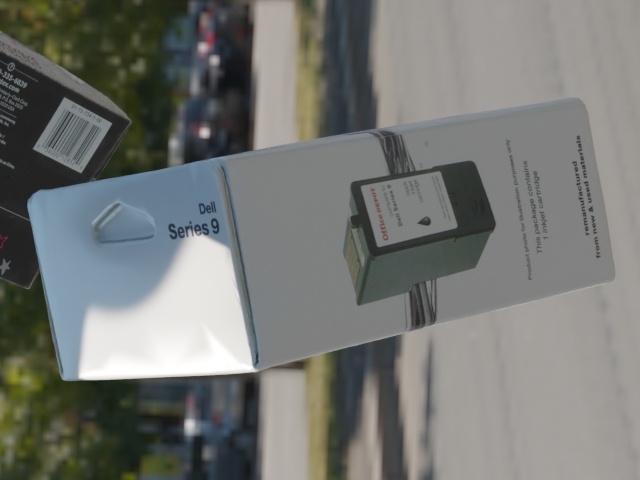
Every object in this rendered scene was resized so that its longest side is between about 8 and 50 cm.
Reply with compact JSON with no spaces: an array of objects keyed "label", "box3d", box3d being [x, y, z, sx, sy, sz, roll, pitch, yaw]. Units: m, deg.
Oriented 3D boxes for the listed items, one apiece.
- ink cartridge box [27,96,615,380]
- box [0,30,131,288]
[{"label":"ink cartridge box","box3d":[0.000,0.000,1.199,0.211,0.289,0.122,-8,92,52]},{"label":"box","box3d":[-0.293,-0.095,1.458,0.247,0.142,0.163,28,-85,-51]}]
